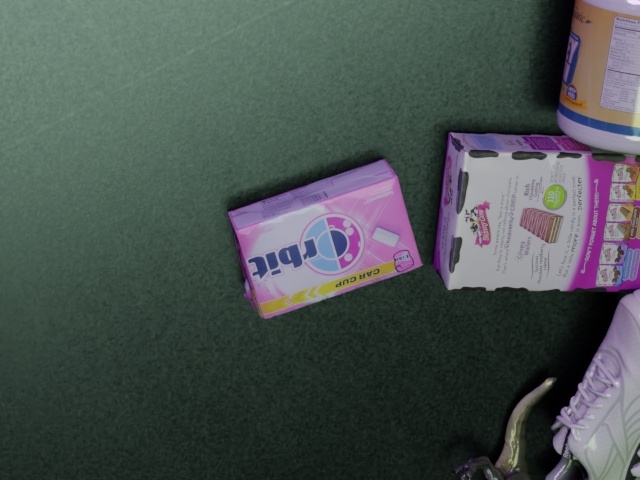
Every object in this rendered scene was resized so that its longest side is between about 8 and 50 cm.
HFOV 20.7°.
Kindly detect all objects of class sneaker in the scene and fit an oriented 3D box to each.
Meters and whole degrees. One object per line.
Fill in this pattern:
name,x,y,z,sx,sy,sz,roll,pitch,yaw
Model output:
sneaker,0.319,0.186,1.917,0.118,0.110,0.292,-5,124,-15

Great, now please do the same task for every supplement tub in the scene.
supplement tub,0.325,-0.199,1.781,0.144,0.144,0.200,2,110,-12

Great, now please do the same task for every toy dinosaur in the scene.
toy dinosaur,0.200,0.282,1.986,0.118,0.064,0.268,-7,112,-24

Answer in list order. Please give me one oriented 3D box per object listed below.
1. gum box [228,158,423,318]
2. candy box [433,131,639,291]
gum box,0.000,0.000,1.836,0.188,0.062,0.107,-19,113,-4
candy box,0.246,-0.030,1.869,0.233,0.071,0.159,1,111,-13
